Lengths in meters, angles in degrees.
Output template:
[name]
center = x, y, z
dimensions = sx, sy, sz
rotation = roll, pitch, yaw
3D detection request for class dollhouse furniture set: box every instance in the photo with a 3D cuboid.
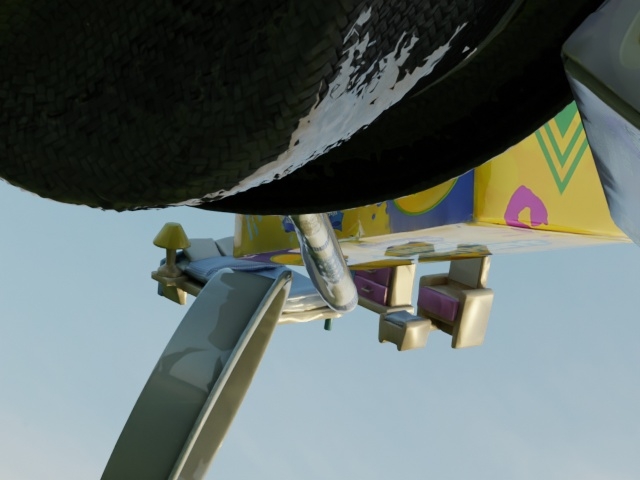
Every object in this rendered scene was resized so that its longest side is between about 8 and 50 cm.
[dollhouse furniture set]
center = 0.000, 0.000, 1.443
dimensions = 0.286, 0.303, 0.198
rotation = 22, -70, 47

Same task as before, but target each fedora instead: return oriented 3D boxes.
[fedora]
center = -0.039, -0.111, 0.433
dimensions = 0.334, 0.152, 0.334
rotation = 10, -53, 14

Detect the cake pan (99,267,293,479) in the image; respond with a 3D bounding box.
[cake pan]
center = -0.108, 0.146, 0.999
dimensions = 0.054, 0.293, 0.293
rotation = 26, -31, 3

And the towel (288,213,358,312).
[towel]
center = -0.037, -0.076, 0.902
dimensions = 0.285, 0.034, 0.209
rotation = 63, 5, -67

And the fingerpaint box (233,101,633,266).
[fingerpaint box]
center = 0.085, -0.169, 1.122
dimensions = 0.163, 0.371, 0.445
rotation = 5, -7, -26

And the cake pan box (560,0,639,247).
[cake pan box]
center = 0.215, -0.110, 0.490
dimensions = 0.070, 0.267, 0.246
rotation = 43, 1, 19
